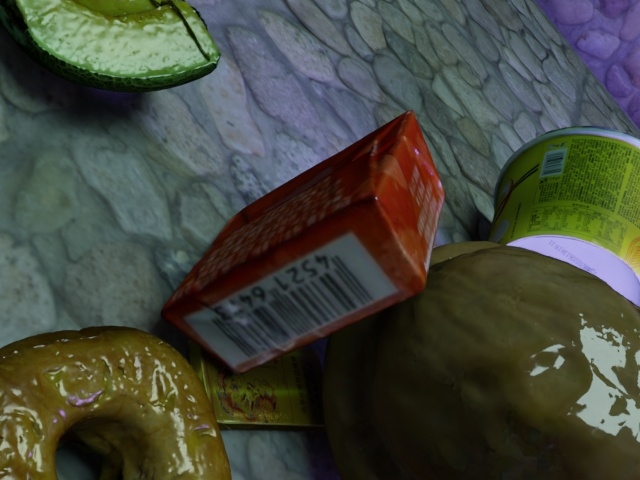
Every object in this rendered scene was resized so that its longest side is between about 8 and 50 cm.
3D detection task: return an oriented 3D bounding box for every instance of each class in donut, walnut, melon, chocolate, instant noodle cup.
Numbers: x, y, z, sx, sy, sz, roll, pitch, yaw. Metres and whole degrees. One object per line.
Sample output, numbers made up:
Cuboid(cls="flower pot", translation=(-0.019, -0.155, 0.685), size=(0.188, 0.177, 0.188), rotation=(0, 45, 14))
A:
Cuboid(cls="donut", translation=(-0.167, 0.163, 0.529), size=(0.226, 0.113, 0.227), rotation=(30, 42, -32))
Cuboid(cls="walnut", translation=(0.206, 0.176, 0.735), size=(0.383, 0.383, 0.384), rotation=(29, 43, -31))
Cuboid(cls="melon", translation=(-0.248, -0.235, 0.770), size=(0.169, 0.129, 0.265), rotation=(-34, 92, -32))
Cuboid(cls="chocolate", translation=(0.000, 0.000, 0.731), size=(0.108, 0.237, 0.235), rotation=(54, 25, -14))
Cuboid(cls="instant noodle cup", translation=(0.378, 0.019, 1.137), size=(0.311, 0.311, 0.221), rotation=(45, 47, -12))

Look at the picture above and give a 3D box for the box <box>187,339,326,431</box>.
Cuboid(cls="box", translation=(-0.056, 0.141, 0.747), size=(0.156, 0.022, 0.089), rotation=(13, 51, -43))
